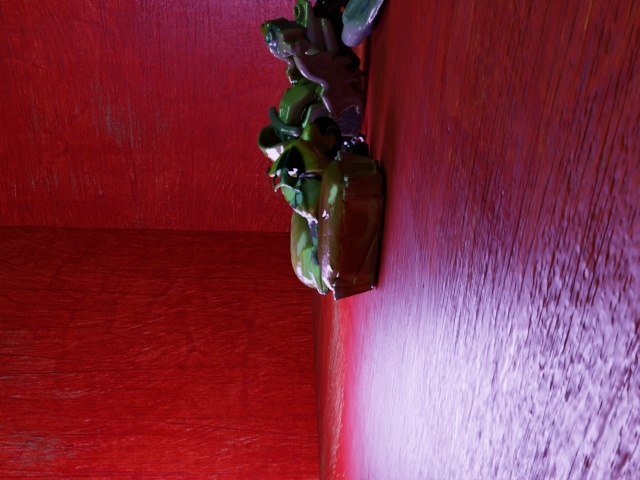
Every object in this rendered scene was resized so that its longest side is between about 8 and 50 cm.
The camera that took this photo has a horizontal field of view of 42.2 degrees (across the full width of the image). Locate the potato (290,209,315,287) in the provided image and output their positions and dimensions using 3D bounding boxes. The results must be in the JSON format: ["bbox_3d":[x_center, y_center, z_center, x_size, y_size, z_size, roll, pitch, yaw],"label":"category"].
[{"bbox_3d":[-0.001,0.001,1.961,0.228,0.149,0.197,-104,29,-72],"label":"potato"}]

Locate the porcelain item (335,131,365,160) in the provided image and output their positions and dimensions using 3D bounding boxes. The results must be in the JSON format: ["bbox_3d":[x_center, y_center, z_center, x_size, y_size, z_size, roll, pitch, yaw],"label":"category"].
[{"bbox_3d":[0.060,-0.162,1.743,0.136,0.075,0.021,-38,12,31],"label":"porcelain item"}]

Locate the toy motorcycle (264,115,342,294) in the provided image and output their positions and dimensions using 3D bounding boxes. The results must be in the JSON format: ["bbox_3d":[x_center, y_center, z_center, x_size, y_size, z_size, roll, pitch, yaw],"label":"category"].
[{"bbox_3d":[0.001,-0.067,1.634,0.142,0.206,0.342,0,105,47],"label":"toy motorcycle"}]

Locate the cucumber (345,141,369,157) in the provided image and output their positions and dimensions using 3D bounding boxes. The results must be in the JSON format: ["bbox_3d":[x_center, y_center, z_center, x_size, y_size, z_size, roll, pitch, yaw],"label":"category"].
[{"bbox_3d":[0.075,-0.139,1.608,0.048,0.048,0.105,98,170,-61],"label":"cucumber"}]

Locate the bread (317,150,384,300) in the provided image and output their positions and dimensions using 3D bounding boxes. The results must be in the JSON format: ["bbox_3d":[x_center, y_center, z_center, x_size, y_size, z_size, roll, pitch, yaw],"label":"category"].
[{"bbox_3d":[0.052,-0.027,1.478,0.136,0.107,0.241,-99,10,-58],"label":"bread"}]

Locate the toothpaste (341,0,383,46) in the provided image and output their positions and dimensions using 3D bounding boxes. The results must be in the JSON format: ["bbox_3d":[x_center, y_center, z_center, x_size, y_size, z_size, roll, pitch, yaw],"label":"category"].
[{"bbox_3d":[0.089,-0.434,1.476,0.099,0.068,0.282,60,160,9],"label":"toothpaste"}]

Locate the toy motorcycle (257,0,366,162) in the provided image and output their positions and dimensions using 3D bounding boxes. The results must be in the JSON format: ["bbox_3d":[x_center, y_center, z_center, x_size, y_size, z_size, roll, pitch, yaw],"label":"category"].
[{"bbox_3d":[-0.017,-0.313,1.734,0.169,0.237,0.410,41,135,49],"label":"toy motorcycle"}]
